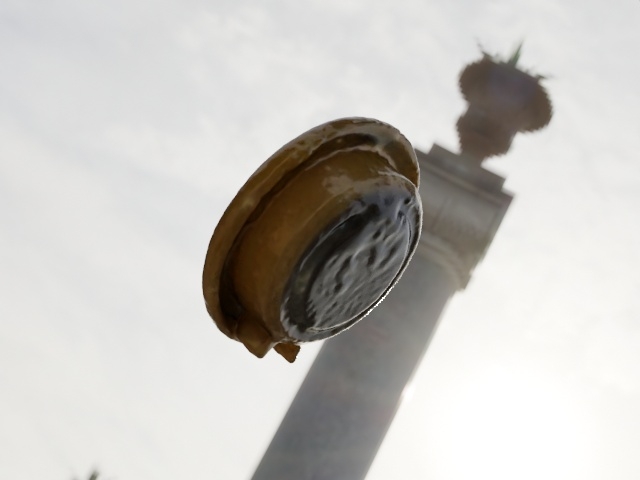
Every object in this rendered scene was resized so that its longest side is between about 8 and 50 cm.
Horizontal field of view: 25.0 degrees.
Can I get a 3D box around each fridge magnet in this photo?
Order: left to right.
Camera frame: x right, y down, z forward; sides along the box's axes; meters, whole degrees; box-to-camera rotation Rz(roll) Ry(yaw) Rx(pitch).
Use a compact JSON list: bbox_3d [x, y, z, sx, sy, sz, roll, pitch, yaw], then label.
[{"bbox_3d":[0.000,0.000,0.758,0.063,0.143,0.143,43,-21,32],"label":"fridge magnet"}]
